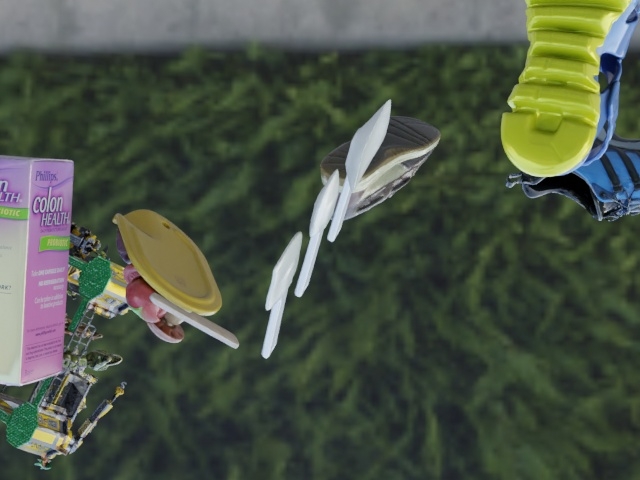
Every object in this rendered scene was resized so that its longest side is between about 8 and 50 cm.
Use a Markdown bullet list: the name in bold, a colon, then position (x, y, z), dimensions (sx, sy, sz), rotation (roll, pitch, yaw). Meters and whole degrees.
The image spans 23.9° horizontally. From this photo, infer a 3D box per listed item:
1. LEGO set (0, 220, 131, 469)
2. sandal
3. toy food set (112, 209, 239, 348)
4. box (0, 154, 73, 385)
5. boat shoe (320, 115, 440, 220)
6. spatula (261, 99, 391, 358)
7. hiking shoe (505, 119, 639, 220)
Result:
- **LEGO set**: position (-0.338, 0.157, 2.120), dimensions (0.255, 0.331, 0.192), rotation (12, 168, 42)
- **sandal**: position (0.278, -0.206, 1.611), dimensions (0.126, 0.317, 0.138), rotation (17, 173, 25)
- **toy food set**: position (-0.180, 0.052, 1.672), dimensions (0.128, 0.071, 0.218), rotation (28, -159, -34)
- **box**: position (-0.397, 0.024, 1.661), dimensions (0.214, 0.243, 0.117), rotation (4, -176, 13)
- **boat shoe**: position (0.066, -0.085, 1.779), dimensions (0.080, 0.073, 0.223), rotation (25, -149, 22)
- **spatula**: position (0.000, 0.000, 1.179), dimensions (0.019, 0.168, 0.242), rotation (27, 159, 6)
- **hiking shoe**: position (0.400, -0.067, 1.917), dimensions (0.304, 0.132, 0.113), rotation (18, 155, 24)
